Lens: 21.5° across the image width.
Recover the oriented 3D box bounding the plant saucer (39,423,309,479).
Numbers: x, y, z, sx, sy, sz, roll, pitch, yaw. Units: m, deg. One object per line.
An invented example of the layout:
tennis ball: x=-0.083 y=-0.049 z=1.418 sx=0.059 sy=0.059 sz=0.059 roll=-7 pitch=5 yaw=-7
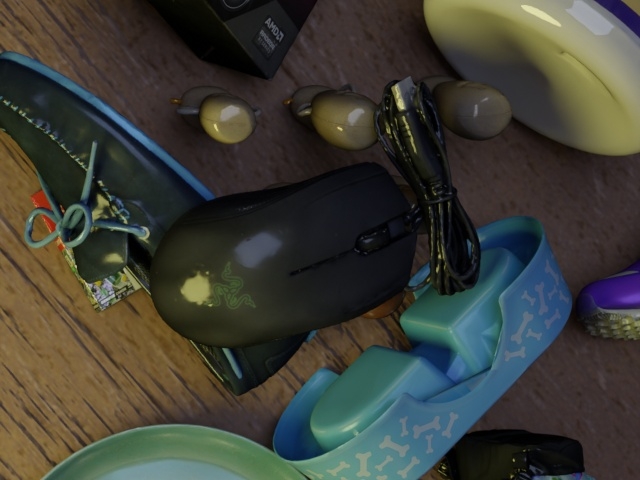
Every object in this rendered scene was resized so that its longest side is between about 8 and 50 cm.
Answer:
plant saucer: x=-0.123 y=0.311 z=1.395 sx=0.317 sy=0.044 sz=0.318 roll=2 pitch=83 yaw=-15

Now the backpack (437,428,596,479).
backpack: x=0.176 y=0.255 z=1.431 sx=0.115 sy=0.152 sz=0.182 roll=-3 pitch=89 yaw=-19

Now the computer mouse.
computer mouse: x=0.000 y=0.000 z=1.314 sx=0.272 sy=0.072 sz=0.188 roll=-22 pitch=107 yaw=-16

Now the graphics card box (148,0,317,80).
graphics card box: x=-0.034 y=-0.349 z=1.408 sx=0.094 sy=0.233 sz=0.371 roll=22 pitch=74 yaw=33

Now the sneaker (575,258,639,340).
sneaker: x=0.351 y=0.000 z=1.532 sx=0.293 sy=0.102 sz=0.146 roll=-11 pitch=82 yaw=-20

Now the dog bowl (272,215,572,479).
dog bowl: x=0.093 y=0.104 z=1.420 sx=0.297 sy=0.166 sz=0.074 roll=-43 pitch=108 yaw=-16

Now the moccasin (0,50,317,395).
moccasin: x=-0.150 y=-0.009 z=1.350 sx=0.342 sy=0.138 sz=0.117 roll=41 pitch=77 yaw=-7

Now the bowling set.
bowling set: x=0.013 y=-0.042 z=1.442 sx=0.287 sy=0.154 sz=0.200 roll=0 pitch=102 yaw=-16

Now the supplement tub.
supplement tub: x=0.269 y=-0.267 z=1.465 sx=0.241 sy=0.241 sz=0.331 roll=37 pitch=76 yaw=-7

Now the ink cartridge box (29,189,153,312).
ink cartridge box: x=-0.189 y=-0.004 z=1.424 sx=0.063 sy=0.029 sz=0.115 roll=-31 pitch=92 yaw=-17
